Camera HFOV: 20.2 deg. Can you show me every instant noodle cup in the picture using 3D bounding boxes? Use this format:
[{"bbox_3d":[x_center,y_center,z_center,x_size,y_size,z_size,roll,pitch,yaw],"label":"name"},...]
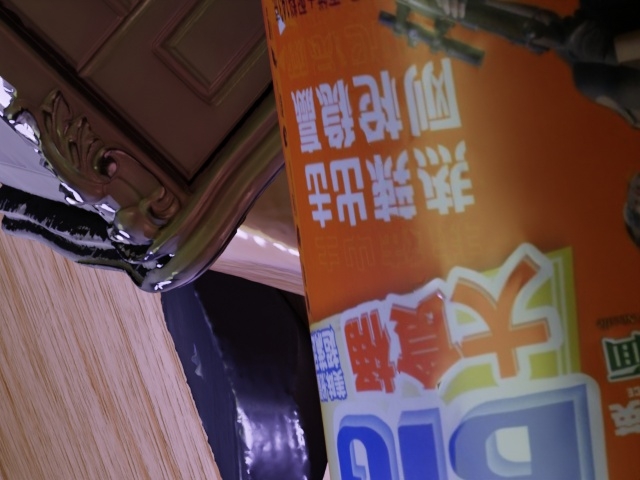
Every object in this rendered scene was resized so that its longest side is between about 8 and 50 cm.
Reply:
[{"bbox_3d":[0.109,-0.025,0.590,0.296,0.296,0.214,2,109,67],"label":"instant noodle cup"}]

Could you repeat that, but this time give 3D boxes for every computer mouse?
[{"bbox_3d":[-0.056,0.086,1.376,0.168,0.087,0.295,90,159,-44],"label":"computer mouse"}]

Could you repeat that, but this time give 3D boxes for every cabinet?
[{"bbox_3d":[-0.112,-0.197,0.729,0.318,0.290,0.227,45,168,-23],"label":"cabinet"}]

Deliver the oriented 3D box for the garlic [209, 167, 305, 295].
[{"bbox_3d":[0.012,-0.005,0.991,0.245,0.164,0.145,22,130,28],"label":"garlic"}]
